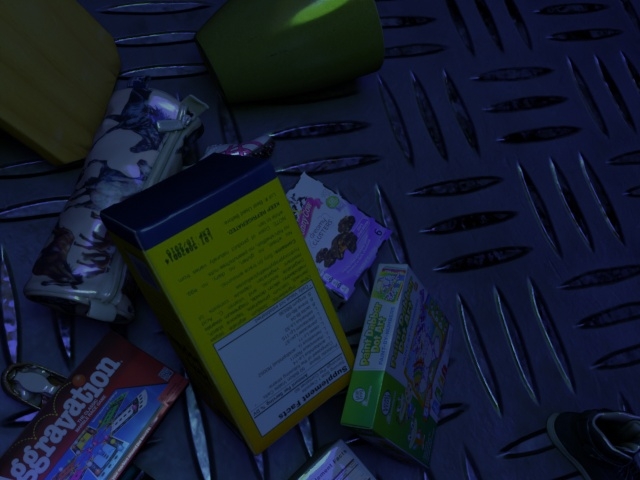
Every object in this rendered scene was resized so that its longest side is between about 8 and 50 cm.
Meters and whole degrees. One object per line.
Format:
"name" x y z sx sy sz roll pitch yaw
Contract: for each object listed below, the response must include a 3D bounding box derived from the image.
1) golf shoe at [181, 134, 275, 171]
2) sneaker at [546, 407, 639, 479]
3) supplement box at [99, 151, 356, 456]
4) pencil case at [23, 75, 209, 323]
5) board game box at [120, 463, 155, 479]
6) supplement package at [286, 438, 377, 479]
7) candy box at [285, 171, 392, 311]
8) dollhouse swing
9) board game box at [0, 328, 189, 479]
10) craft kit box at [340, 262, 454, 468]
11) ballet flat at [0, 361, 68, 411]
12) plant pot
"golf shoe" -0.167 -0.152 1.111 0.186 0.067 0.086 -34 77 -23
"sneaker" 0.502 0.367 1.002 0.226 0.163 0.086 43 63 5
"supplement box" -0.123 0.080 0.862 0.194 0.195 0.356 -32 114 -23
"pencil case" -0.316 -0.059 0.971 0.160 0.184 0.410 31 59 -33
"board game box" -0.307 0.386 0.819 0.026 0.126 0.186 45 62 -17
"supplement package" 0.041 0.401 0.907 0.105 0.105 0.179 -38 80 -24
"candy box" 0.000 0.000 1.085 0.196 0.070 0.164 35 64 2
"dollhouse swing" -0.571 -0.306 1.021 0.315 0.305 0.346 -1 62 14
"board game box" -0.322 0.271 0.834 0.145 0.027 0.281 31 59 7
"craft kit box" 0.131 0.200 0.951 0.061 0.246 0.249 -2 60 33
"ballet flat" -0.375 0.235 0.897 0.206 0.067 0.073 21 63 -5
"plant pot" -0.075 -0.383 1.143 0.294 0.275 0.274 -28 76 -7
